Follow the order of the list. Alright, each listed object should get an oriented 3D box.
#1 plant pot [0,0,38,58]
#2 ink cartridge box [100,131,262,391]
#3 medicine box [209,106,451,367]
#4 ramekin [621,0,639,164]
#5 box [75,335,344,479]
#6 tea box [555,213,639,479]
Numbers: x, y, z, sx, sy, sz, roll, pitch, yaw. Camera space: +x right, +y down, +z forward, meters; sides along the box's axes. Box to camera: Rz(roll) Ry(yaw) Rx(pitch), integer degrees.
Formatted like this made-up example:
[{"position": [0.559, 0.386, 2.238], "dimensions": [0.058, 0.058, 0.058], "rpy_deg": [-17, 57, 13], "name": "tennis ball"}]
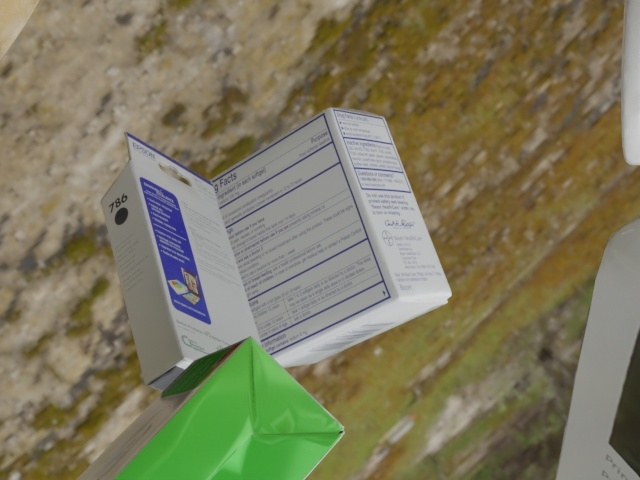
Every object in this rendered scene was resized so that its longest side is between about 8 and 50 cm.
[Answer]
[{"position": [-0.255, -0.219, 0.934], "dimensions": [0.236, 0.032, 0.236], "rpy_deg": [-63, 180, -1], "name": "plant pot"}, {"position": [-0.159, 0.039, 1.400], "dimensions": [0.065, 0.332, 0.165], "rpy_deg": [-36, 140, 22], "name": "ink cartridge box"}, {"position": [0.000, 0.000, 1.716], "dimensions": [0.263, 0.289, 0.149], "rpy_deg": [-28, 163, 32], "name": "medicine box"}, {"position": [0.403, -0.213, 1.324], "dimensions": [0.273, 0.127, 0.273], "rpy_deg": [4, 90, -71], "name": "ramekin"}, {"position": [-0.135, 0.230, 1.097], "dimensions": [0.262, 0.127, 0.231], "rpy_deg": [-46, -174, -20], "name": "box"}, {"position": [0.297, 0.087, 0.358], "dimensions": [0.323, 0.329, 0.220], "rpy_deg": [-30, 147, -15], "name": "tea box"}]
